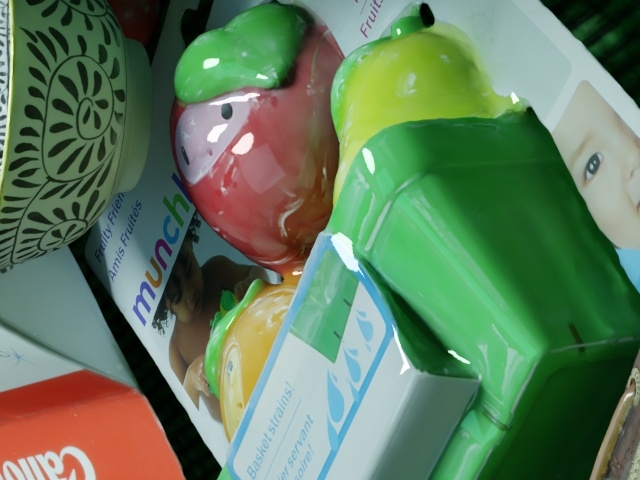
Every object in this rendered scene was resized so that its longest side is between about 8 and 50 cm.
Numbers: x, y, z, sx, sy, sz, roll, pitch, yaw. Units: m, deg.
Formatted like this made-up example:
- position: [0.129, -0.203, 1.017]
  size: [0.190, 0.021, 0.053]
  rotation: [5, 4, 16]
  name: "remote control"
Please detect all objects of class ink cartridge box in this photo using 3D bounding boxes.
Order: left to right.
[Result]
- position: [-0.239, 0.070, 1.138]
  size: [0.308, 0.091, 0.385]
  rotation: [-18, 99, 52]
  name: "ink cartridge box"

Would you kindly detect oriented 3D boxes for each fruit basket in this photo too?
- position: [0.000, 0.000, 0.874]
  size: [0.353, 0.165, 0.327]
  rotation: [49, 132, 31]
  name: "fruit basket"

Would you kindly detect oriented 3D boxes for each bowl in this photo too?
- position: [-0.128, -0.063, 0.939]
  size: [0.170, 0.080, 0.170]
  rotation: [-178, 90, -70]
  name: "bowl"

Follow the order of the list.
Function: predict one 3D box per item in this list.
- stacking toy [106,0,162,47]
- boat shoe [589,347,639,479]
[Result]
- position: [-0.163, -0.244, 1.024]
  size: [0.141, 0.141, 0.330]
  rotation: [-16, 95, 48]
  name: "stacking toy"
- position: [0.134, 0.164, 0.756]
  size: [0.123, 0.123, 0.342]
  rotation: [-109, 16, -53]
  name: "boat shoe"
